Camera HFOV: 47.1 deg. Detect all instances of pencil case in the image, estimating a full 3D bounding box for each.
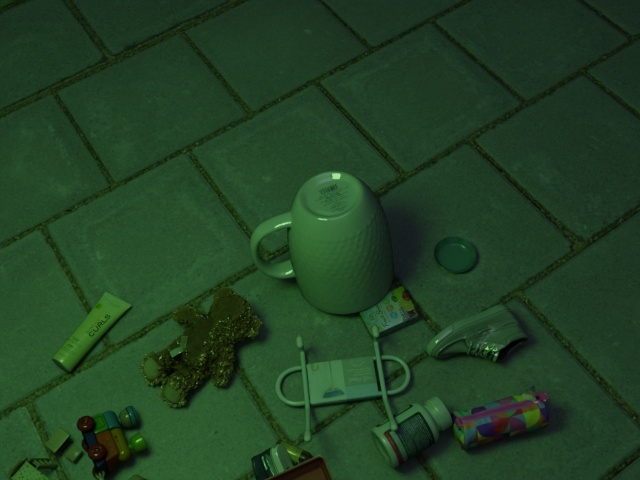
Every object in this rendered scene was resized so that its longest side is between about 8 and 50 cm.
[{"bbox_3d":[0.436,0.431,1.782,0.236,0.104,0.105,-16,58,-6],"label":"pencil case"}]

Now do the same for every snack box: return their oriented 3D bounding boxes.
[{"bbox_3d":[0.181,0.196,1.980,0.141,0.037,0.100,-22,57,-9],"label":"snack box"}]

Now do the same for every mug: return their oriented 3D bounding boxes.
[{"bbox_3d":[0.000,0.000,1.925,0.373,0.328,0.276,-12,50,0],"label":"mug"}]

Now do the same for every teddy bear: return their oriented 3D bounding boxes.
[{"bbox_3d":[-0.313,0.281,1.926,0.245,0.113,0.338,22,68,24],"label":"teddy bear"}]

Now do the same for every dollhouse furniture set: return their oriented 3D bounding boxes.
[{"bbox_3d":[-0.616,0.557,1.754,0.181,0.101,0.161,28,63,19],"label":"dollhouse furniture set"}]

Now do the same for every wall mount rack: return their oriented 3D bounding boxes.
[{"bbox_3d":[0.059,0.365,1.813,0.349,0.131,0.304,-8,51,0],"label":"wall mount rack"}]

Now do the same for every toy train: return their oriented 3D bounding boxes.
[{"bbox_3d":[-0.482,0.514,1.767,0.143,0.105,0.248,-19,48,-25],"label":"toy train"}]

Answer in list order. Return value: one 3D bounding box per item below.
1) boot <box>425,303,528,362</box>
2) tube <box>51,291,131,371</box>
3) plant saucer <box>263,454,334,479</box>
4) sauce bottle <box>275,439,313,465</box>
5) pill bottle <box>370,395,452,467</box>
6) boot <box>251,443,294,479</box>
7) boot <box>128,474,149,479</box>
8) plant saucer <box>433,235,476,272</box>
[{"bbox_3d":[0.408,0.264,1.889,0.258,0.095,0.123,-25,53,-13],"label":"boot"},{"bbox_3d":[-0.623,0.243,1.984,0.070,0.062,0.240,47,58,-17],"label":"tube"},{"bbox_3d":[-0.055,0.651,1.643,0.258,0.048,0.259,-26,72,6],"label":"plant saucer"},{"bbox_3d":[-0.052,0.525,1.780,0.128,0.042,0.042,19,60,17],"label":"sauce bottle"},{"bbox_3d":[0.223,0.457,1.770,0.180,0.108,0.108,-28,60,-14],"label":"pill bottle"},{"bbox_3d":[-0.095,0.586,1.740,0.086,0.069,0.190,-30,70,22],"label":"boot"},{"bbox_3d":[-0.429,0.679,1.673,0.206,0.090,0.248,31,61,23],"label":"boot"},{"bbox_3d":[0.379,0.044,2.076,0.119,0.021,0.119,-1,57,2],"label":"plant saucer"}]
